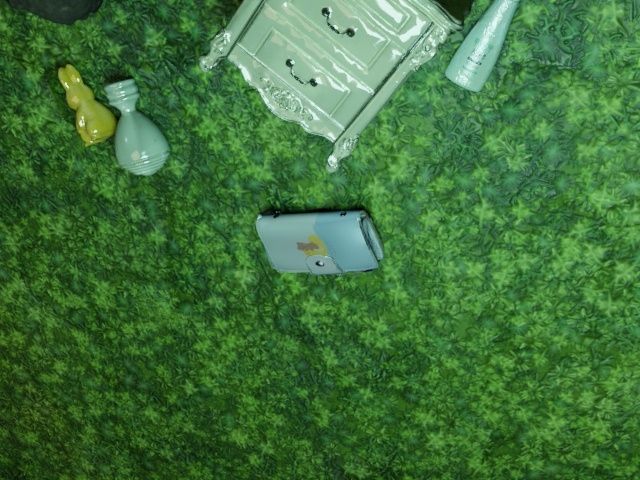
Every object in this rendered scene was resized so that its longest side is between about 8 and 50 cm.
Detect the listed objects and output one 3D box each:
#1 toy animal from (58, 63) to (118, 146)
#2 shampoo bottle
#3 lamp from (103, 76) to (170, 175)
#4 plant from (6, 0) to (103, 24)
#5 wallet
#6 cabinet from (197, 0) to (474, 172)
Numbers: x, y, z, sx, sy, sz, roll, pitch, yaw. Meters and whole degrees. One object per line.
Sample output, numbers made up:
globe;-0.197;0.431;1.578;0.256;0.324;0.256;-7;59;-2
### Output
toy animal;-0.460;-0.271;1.527;0.070;0.083;0.159;-20;102;56
shampoo bottle;0.274;-0.336;1.260;0.069;0.041;0.191;31;123;5
lamp;-0.360;-0.216;1.500;0.106;0.106;0.193;-11;108;23
plant;-0.437;-0.515;1.294;0.188;0.199;0.276;27;130;-3
wallet;0.000;0.000;1.527;0.231;0.069;0.170;-2;136;22
cabinet;0.026;-0.335;1.231;0.290;0.227;0.318;38;123;-7
